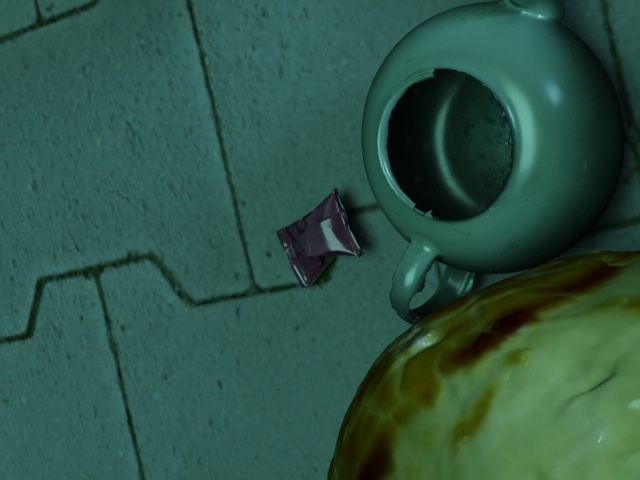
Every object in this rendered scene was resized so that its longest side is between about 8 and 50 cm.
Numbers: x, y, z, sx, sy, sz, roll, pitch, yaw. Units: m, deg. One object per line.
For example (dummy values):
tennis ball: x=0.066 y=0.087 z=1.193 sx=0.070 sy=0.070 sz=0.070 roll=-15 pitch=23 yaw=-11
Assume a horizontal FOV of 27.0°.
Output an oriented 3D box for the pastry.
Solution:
pastry: x=0.170 y=0.173 z=0.801 sx=0.312 sy=0.388 sz=0.388 roll=51 pitch=121 yaw=20

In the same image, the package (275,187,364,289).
package: x=0.000 y=0.000 z=1.092 sx=0.083 sy=0.029 sz=0.059 roll=-33 pitch=76 yaw=42

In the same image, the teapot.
teapot: x=0.114 y=-0.070 z=0.942 sx=0.193 sy=0.129 sz=0.294 roll=28 pitch=112 yaw=29
